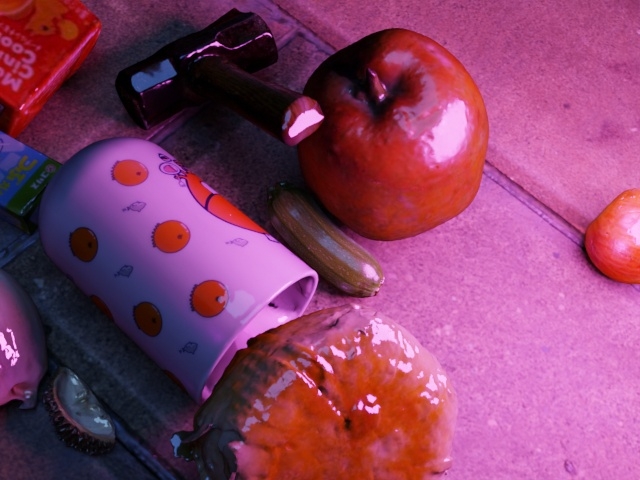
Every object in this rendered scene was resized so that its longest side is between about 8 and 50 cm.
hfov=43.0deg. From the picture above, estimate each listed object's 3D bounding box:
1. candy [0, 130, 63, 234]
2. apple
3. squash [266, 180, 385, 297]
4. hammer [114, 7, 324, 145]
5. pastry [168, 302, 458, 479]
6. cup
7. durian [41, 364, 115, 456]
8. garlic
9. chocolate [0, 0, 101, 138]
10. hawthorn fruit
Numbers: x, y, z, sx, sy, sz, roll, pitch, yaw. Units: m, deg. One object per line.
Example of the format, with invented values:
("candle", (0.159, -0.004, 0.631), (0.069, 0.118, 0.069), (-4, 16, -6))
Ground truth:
("candy", (-0.457, -0.098, 1.125), (0.194, 0.062, 0.097), (29, 61, 7))
("apple", (0.459, -0.002, 1.173), (0.146, 0.146, 0.147), (4, 62, -7))
("squash", (0.000, 0.000, 1.139), (0.077, 0.068, 0.219), (-41, 75, -7))
("hammer", (-0.113, -0.211, 1.096), (0.242, 0.095, 0.409), (-31, 32, -16))
("pastry", (0.012, 0.233, 0.926), (0.329, 0.136, 0.330), (-3, 97, -28))
("cup", (-0.191, 0.025, 1.017), (0.317, 0.212, 0.212), (39, 63, 13))
("durian", (-0.300, 0.208, 0.991), (0.066, 0.052, 0.130), (-32, 70, -25))
("garlic", (-0.446, 0.121, 0.987), (0.228, 0.110, 0.217), (16, 57, 0))
("chocolate", (-0.464, -0.301, 1.160), (0.237, 0.108, 0.235), (43, 60, -20))
("hawthorn fruit", (0.097, -0.154, 1.099), (0.267, 0.301, 0.268), (-3, 65, 6))
